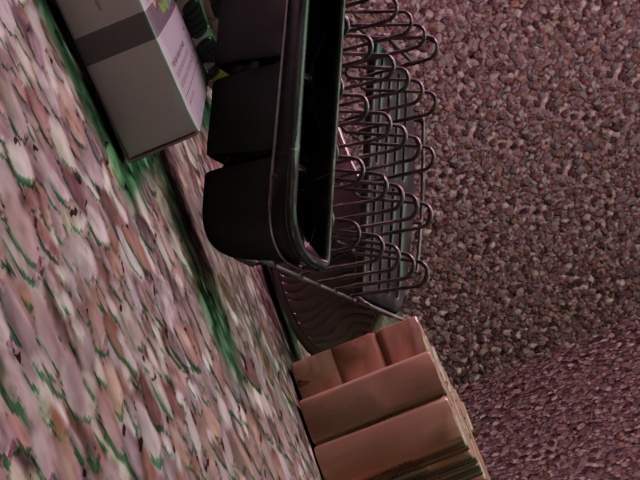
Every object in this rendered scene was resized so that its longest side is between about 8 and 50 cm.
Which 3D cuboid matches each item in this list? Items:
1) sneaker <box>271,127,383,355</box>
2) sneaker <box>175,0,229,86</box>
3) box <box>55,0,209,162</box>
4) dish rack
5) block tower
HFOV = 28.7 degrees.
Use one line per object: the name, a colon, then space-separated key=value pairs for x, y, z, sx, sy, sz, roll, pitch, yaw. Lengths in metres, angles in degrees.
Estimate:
sneaker: x=0.000 y=0.000 z=0.928 sx=0.118 sy=0.083 sz=0.222 roll=89 pitch=-9 yaw=-64
sneaker: x=-0.081 y=-0.166 z=0.826 sx=0.110 sy=0.107 sz=0.275 roll=49 pitch=-2 yaw=4
box: x=-0.106 y=-0.141 z=0.579 sx=0.145 sy=0.038 sz=0.186 roll=-101 pitch=168 yaw=-73
dish rack: x=0.021 y=-0.062 z=0.753 sx=0.271 sy=0.074 sz=0.208 roll=28 pitch=64 yaw=-60
block tower: x=0.065 y=0.147 z=0.917 sx=0.335 sy=0.097 sz=0.091 roll=61 pitch=9 yaw=-69
